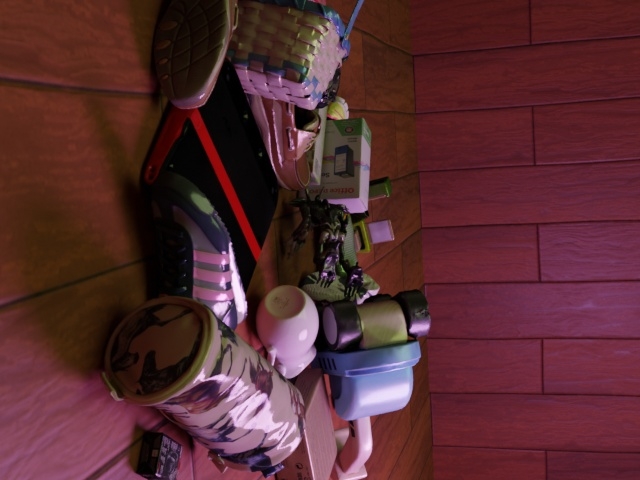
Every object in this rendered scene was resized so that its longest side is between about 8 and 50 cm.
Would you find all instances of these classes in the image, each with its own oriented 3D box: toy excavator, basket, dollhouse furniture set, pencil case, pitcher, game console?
[{"bbox_3d":[0.086,0.354,1.966,0.433,0.222,0.445,162,-79,-68],"label":"toy excavator"},{"bbox_3d":[-0.065,-0.405,1.569,0.201,0.254,0.289,41,67,-75],"label":"basket"},{"bbox_3d":[0.115,-0.032,2.231,0.301,0.151,0.198,-55,132,-72],"label":"dollhouse furniture set"},{"bbox_3d":[-0.160,0.226,1.261,0.183,0.160,0.410,-53,148,-12],"label":"pencil case"},{"bbox_3d":[-0.076,0.204,1.710,0.207,0.125,0.178,87,27,-49],"label":"pitcher"},{"bbox_3d":[-0.180,-0.093,1.485,0.387,0.060,0.342,69,30,-47],"label":"game console"}]

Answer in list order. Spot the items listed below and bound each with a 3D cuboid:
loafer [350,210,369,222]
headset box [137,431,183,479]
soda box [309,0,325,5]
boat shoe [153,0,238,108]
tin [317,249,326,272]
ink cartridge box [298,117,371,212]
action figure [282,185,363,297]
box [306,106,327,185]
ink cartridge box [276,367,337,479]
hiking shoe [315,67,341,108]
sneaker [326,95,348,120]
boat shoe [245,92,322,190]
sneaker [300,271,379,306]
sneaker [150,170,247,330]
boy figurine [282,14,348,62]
[{"bbox_3d":[0.098,-0.152,2.406,0.080,0.078,0.220,-69,153,-54],"label":"loafer"},{"bbox_3d":[-0.234,0.324,1.262,0.083,0.032,0.062,62,30,-59],"label":"headset box"},{"bbox_3d":[-0.059,-0.599,1.894,0.263,0.083,0.092,39,51,-69],"label":"soda box"},{"bbox_3d":[-0.182,-0.346,1.369,0.116,0.123,0.324,60,34,-63],"label":"boat shoe"},{"bbox_3d":[0.029,0.108,2.216,0.106,0.040,0.190,-78,159,-52],"label":"tin"},{"bbox_3d":[0.035,-0.177,2.049,0.093,0.154,0.212,48,43,-66],"label":"ink cartridge box"},{"bbox_3d":[0.000,0.000,1.895,0.141,0.164,0.276,-57,-145,32],"label":"action figure"},{"bbox_3d":[-0.024,-0.282,2.018,0.067,0.063,0.324,59,33,-62],"label":"box"},{"bbox_3d":[-0.037,0.425,1.847,0.193,0.088,0.235,-63,147,-62],"label":"ink cartridge box"},{"bbox_3d":[-0.004,-0.354,1.915,0.227,0.086,0.114,-24,108,-63],"label":"hiking shoe"},{"bbox_3d":[0.041,-0.268,2.246,0.094,0.081,0.209,-60,139,-49],"label":"sneaker"},{"bbox_3d":[-0.061,-0.231,1.776,0.324,0.119,0.123,70,24,-47],"label":"boat shoe"},{"bbox_3d":[0.024,0.158,2.087,0.235,0.094,0.153,-5,132,-48],"label":"sneaker"},{"bbox_3d":[-0.199,0.050,1.270,0.131,0.112,0.319,-48,139,-34],"label":"sneaker"},{"bbox_3d":[-0.062,-0.467,1.731,0.285,0.092,0.177,55,-1,-18],"label":"boy figurine"}]
